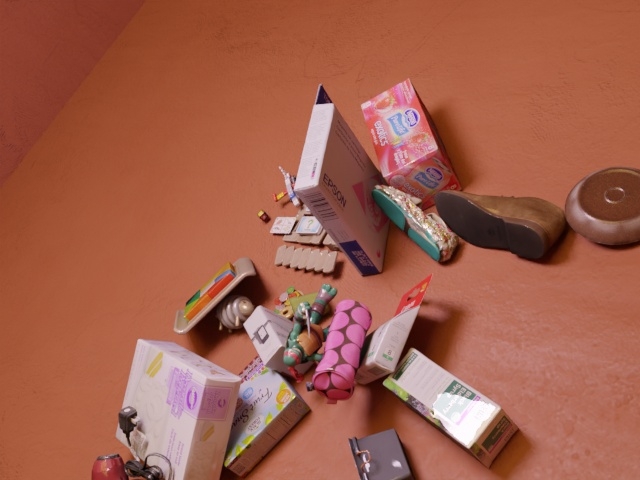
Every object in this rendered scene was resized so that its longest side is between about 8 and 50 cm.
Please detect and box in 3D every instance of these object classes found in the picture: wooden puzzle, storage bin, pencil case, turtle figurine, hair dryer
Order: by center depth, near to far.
[{"bbox_3d":[0.116,0.414,1.443,0.091,0.098,0.135,-24,42,3],"label":"storage bin"},{"bbox_3d":[0.044,0.218,1.540,0.095,0.098,0.209,5,40,16],"label":"pencil case"},{"bbox_3d":[-0.014,0.202,1.642,0.118,0.175,0.234,-13,23,37],"label":"turtle figurine"},{"bbox_3d":[-0.419,0.526,1.657,0.223,0.080,0.294,41,121,45],"label":"hair dryer"},{"bbox_3d":[-0.270,0.127,1.947,0.238,0.044,0.221,-39,11,-1],"label":"wooden puzzle"}]

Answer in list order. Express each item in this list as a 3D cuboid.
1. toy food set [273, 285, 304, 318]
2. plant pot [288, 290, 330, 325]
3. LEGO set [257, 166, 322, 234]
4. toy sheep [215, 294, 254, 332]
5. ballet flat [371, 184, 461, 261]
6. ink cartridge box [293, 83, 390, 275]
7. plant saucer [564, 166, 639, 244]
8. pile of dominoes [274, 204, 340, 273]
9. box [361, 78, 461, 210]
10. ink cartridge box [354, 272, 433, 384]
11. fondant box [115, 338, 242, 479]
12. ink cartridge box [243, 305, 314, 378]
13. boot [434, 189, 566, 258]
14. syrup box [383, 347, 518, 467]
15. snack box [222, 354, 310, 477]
[{"bbox_3d":[-0.076,0.151,1.866,0.083,0.020,0.082,-45,41,-4],"label":"toy food set"},{"bbox_3d":[-0.022,0.153,1.789,0.079,0.083,0.083,-23,42,3],"label":"plant pot"},{"bbox_3d":[-0.068,-0.105,2.033,0.244,0.060,0.183,2,60,44],"label":"LEGO set"},{"bbox_3d":[-0.211,0.177,1.900,0.132,0.091,0.091,-14,47,35],"label":"toy sheep"},{"bbox_3d":[0.216,-0.048,1.745,0.077,0.091,0.241,-33,66,-22],"label":"ballet flat"},{"bbox_3d":[0.071,-0.143,1.783,0.071,0.324,0.330,-10,50,29],"label":"ink cartridge box"},{"bbox_3d":[0.582,-0.080,1.536,0.198,0.036,0.199,-13,48,15],"label":"plant saucer"},{"bbox_3d":[0.000,0.000,1.949,0.251,0.040,0.196,5,58,49],"label":"pile of dominoes"},{"bbox_3d":[0.215,-0.229,1.883,0.142,0.154,0.300,-27,41,15],"label":"box"},{"bbox_3d":[0.139,0.174,1.586,0.225,0.056,0.181,-66,6,-24],"label":"ink cartridge box"},{"bbox_3d":[-0.317,0.369,1.700,0.330,0.096,0.239,13,90,51],"label":"fondant box"},{"bbox_3d":[-0.094,0.227,1.741,0.063,0.109,0.150,-50,39,11],"label":"ink cartridge box"},{"bbox_3d":[0.379,-0.052,1.663,0.115,0.112,0.305,-36,39,-28],"label":"boot"},{"bbox_3d":[0.237,0.304,1.438,0.093,0.096,0.236,-50,40,-8],"label":"syrup box"},{"bbox_3d":[-0.149,0.375,1.687,0.207,0.070,0.174,-45,41,-3],"label":"snack box"}]
